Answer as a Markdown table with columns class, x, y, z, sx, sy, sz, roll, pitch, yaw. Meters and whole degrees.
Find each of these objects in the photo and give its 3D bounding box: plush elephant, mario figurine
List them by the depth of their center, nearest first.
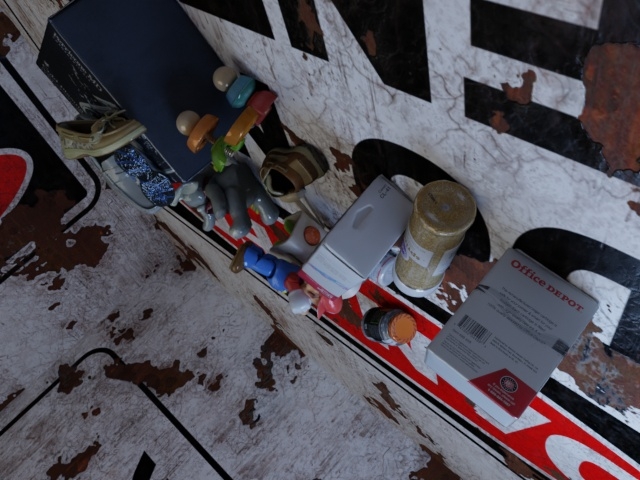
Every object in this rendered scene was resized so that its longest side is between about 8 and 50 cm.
| class | x | y | z | sx | sy | sz | roll | pitch | yaw |
| --- | --- | --- | --- | --- | --- | --- | --- | --- | --- |
| mario figurine | -0.094 | 0.130 | 1.579 | 0.321 | 0.198 | 0.170 | 25 | 135 | 5 |
| plush elephant | -0.342 | -0.141 | 1.886 | 0.255 | 0.272 | 0.330 | -19 | 103 | 26 |

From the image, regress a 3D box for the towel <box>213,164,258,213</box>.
| class | x | y | z | sx | sy | sz | roll | pitch | yaw |
| --- | --- | --- | --- | --- | --- | --- | --- | --- | --- |
| towel | -0.298 | -0.198 | 2.088 | 0.237 | 0.021 | 0.102 | 44 | 156 | 6 |

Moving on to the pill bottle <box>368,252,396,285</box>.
| class | x | y | z | sx | sy | sz | roll | pitch | yaw |
| --- | --- | --- | --- | --- | --- | --- | --- | --- | --- |
| pill bottle | 0.134 | 0.052 | 1.592 | 0.160 | 0.087 | 0.087 | 33 | 158 | 32 |

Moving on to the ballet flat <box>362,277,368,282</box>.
| class | x | y | z | sx | sy | sz | roll | pitch | yaw |
| --- | --- | --- | --- | --- | --- | --- | --- | --- | --- |
| ballet flat | 0.071 | 0.104 | 1.867 | 0.072 | 0.068 | 0.213 | 54 | 160 | -25 |

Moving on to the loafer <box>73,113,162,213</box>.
| class | x | y | z | sx | sy | sz | roll | pitch | yaw |
| --- | --- | --- | --- | --- | --- | --- | --- | --- | --- |
| loafer | -0.539 | -0.201 | 1.533 | 0.319 | 0.112 | 0.111 | 46 | 170 | -4 |

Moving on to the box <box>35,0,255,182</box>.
| class | x | y | z | sx | sy | sz | roll | pitch | yaw |
| --- | --- | --- | --- | --- | --- | --- | --- | --- | --- |
| box | -0.487 | -0.419 | 1.596 | 0.480 | 0.297 | 0.472 | 52 | 158 | -21 |

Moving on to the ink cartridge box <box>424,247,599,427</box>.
| class | x | y | z | sx | sy | sz | roll | pitch | yaw |
| --- | --- | --- | --- | --- | --- | --- | --- | --- | --- |
| ink cartridge box | 0.359 | 0.180 | 1.103 | 0.197 | 0.273 | 0.114 | 38 | 164 | 21 |

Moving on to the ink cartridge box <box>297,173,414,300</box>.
| class | x | y | z | sx | sy | sz | roll | pitch | yaw |
| --- | --- | --- | --- | --- | --- | --- | --- | --- | --- |
| ink cartridge box | 0.080 | 0.006 | 1.388 | 0.131 | 0.226 | 0.306 | 40 | 162 | -2 |

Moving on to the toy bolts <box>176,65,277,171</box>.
| class | x | y | z | sx | sy | sz | roll | pitch | yaw |
| --- | --- | --- | --- | --- | --- | --- | --- | --- | --- |
| toy bolts | -0.221 | -0.313 | 1.354 | 0.158 | 0.228 | 0.218 | 37 | 157 | -7 |

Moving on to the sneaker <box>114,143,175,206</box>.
| class | x | y | z | sx | sy | sz | roll | pitch | yaw |
| --- | --- | --- | --- | --- | --- | --- | --- | --- | --- |
| sneaker | -0.446 | -0.174 | 1.481 | 0.211 | 0.080 | 0.081 | 59 | 175 | -39 |

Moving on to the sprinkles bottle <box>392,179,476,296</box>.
| class | x | y | z | sx | sy | sz | roll | pitch | yaw |
| --- | --- | --- | --- | --- | --- | --- | --- | --- | --- |
| sprinkles bottle | 0.233 | 0.008 | 1.240 | 0.121 | 0.121 | 0.355 | 39 | 160 | 16 |

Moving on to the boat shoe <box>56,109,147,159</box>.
| class | x | y | z | sx | sy | sz | roll | pitch | yaw |
| --- | --- | --- | --- | --- | --- | --- | --- | --- | --- |
| boat shoe | -0.532 | -0.255 | 1.374 | 0.285 | 0.104 | 0.089 | -4 | 119 | 32 |

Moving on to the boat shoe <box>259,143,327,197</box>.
| class | x | y | z | sx | sy | sz | roll | pitch | yaw |
| --- | --- | --- | --- | --- | --- | --- | --- | --- | --- |
| boat shoe | -0.105 | -0.179 | 1.557 | 0.122 | 0.120 | 0.324 | 50 | 161 | -15 |

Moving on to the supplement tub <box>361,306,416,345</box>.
| class | x | y | z | sx | sy | sz | roll | pitch | yaw |
| --- | --- | --- | --- | --- | --- | --- | --- | --- | --- |
| supplement tub | 0.218 | 0.272 | 1.837 | 0.117 | 0.117 | 0.190 | 49 | 162 | -12 |

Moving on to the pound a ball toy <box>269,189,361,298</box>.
| class | x | y | z | sx | sy | sz | roll | pitch | yaw |
| --- | --- | --- | --- | --- | --- | --- | --- | --- | --- |
| pound a ball toy | 0.000 | 0.000 | 1.696 | 0.319 | 0.208 | 0.136 | 40 | 143 | -24 |
